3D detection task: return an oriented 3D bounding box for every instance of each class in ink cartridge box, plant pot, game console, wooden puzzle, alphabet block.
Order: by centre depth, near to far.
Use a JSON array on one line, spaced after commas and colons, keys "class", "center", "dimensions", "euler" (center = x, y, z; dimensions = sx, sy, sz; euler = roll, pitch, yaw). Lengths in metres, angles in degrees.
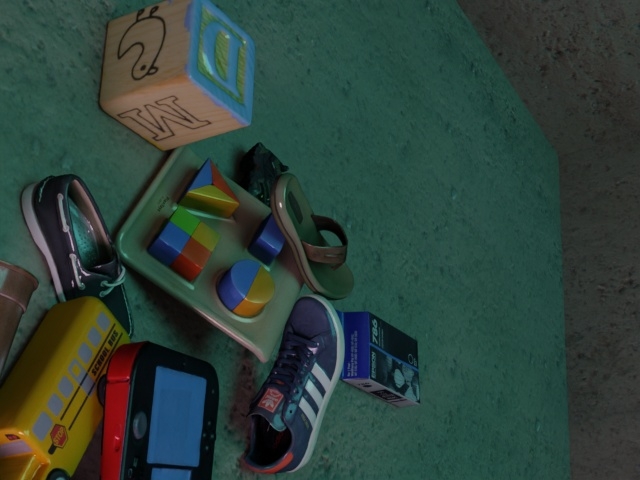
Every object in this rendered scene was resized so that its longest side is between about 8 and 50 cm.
[{"class": "plant pot", "center": [-0.466, 0.115, 1.428], "dimensions": [0.167, 0.167, 0.165], "euler": [35, 56, -51]}, {"class": "game console", "center": [-0.240, 0.343, 1.701], "dimensions": [0.386, 0.060, 0.342], "euler": [43, 45, -71]}, {"class": "alphabet block", "center": [-0.249, -0.296, 1.948], "dimensions": [0.193, 0.197, 0.192], "euler": [37, 46, -50]}, {"class": "wooden puzzle", "center": [-0.164, 0.004, 1.975], "dimensions": [0.348, 0.080, 0.322], "euler": [40, 40, -13]}, {"class": "ink cartridge box", "center": [0.132, 0.270, 2.546], "dimensions": [0.333, 0.065, 0.165], "euler": [31, 53, -52]}]

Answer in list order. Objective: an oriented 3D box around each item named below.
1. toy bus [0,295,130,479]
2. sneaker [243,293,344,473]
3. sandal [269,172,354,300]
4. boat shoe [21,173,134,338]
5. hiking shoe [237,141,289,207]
[{"class": "toy bus", "center": [-0.384, 0.240, 1.563], "dimensions": [0.130, 0.108, 0.332], "euler": [59, 33, -30]}, {"class": "sneaker", "center": [-0.059, 0.272, 2.033], "dimensions": [0.148, 0.131, 0.350], "euler": [-1, 103, -55]}, {"class": "sandal", "center": [-0.001, 0.000, 2.034], "dimensions": [0.120, 0.086, 0.303], "euler": [-78, 149, -42]}, {"class": "boat shoe", "center": [-0.359, 0.039, 1.713], "dimensions": [0.302, 0.091, 0.114], "euler": [64, 31, -22]}, {"class": "hiking shoe", "center": [-0.110, -0.093, 2.201], "dimensions": [0.114, 0.086, 0.227], "euler": [29, 49, -22]}]
